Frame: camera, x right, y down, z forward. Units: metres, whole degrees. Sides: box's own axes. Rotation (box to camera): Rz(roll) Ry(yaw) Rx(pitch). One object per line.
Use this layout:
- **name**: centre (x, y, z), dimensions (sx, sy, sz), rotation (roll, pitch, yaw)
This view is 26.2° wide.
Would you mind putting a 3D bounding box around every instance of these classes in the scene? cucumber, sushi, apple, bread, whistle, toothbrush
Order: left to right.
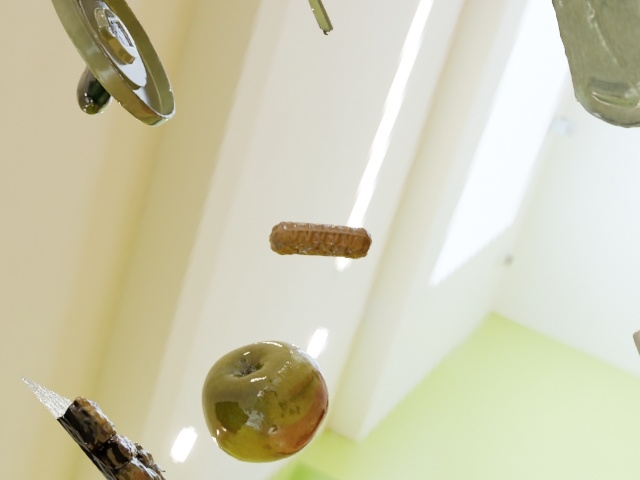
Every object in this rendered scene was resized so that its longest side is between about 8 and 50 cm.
- **cucumber**: centre (-0.275, -0.183, 1.683), dimensions (0.105, 0.048, 0.048), rotation (-86, 9, -59)
- **sushi**: centre (-0.367, 0.339, 2.362), dimensions (0.059, 0.292, 0.294), rotation (-42, -13, -5)
- **apple**: centre (-0.103, 0.296, 2.552), dimensions (0.261, 0.261, 0.194), rotation (-49, -53, -43)
- **toothbrush**: centre (-0.035, -0.357, 1.696), dimensions (0.028, 0.026, 0.294), rotation (-57, -35, -26)
- **bread**: centre (0.000, 0.000, 2.069), dimensions (0.044, 0.157, 0.052), rotation (111, 161, -69)
- **whistle**: centre (0.298, -0.320, 1.374), dimensions (0.188, 0.168, 0.404), rotation (6, -80, -32)

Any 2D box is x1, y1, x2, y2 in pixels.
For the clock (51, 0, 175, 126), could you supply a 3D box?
- **clock**: centre (-0.248, -0.244, 1.653), dimensions (0.029, 0.235, 0.235), rotation (-30, -12, 13)

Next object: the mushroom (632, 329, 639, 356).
- **mushroom**: centre (0.453, 0.200, 1.552), dimensions (0.397, 0.126, 0.177), rotation (21, -126, -62)
